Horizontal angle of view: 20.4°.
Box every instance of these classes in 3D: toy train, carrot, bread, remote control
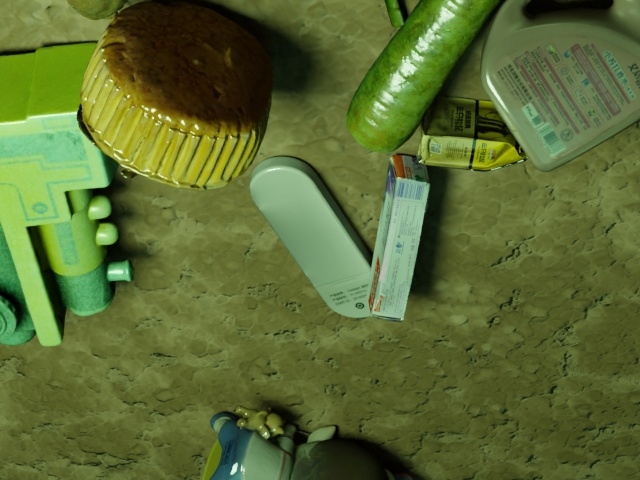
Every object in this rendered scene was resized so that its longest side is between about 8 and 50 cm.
[{"bbox_3d":[-0.311,-0.030,1.888,0.237,0.150,0.369,-5,135,4],"label":"toy train"},{"bbox_3d":[0.128,-0.221,1.681,0.074,0.074,0.358,23,128,-15],"label":"carrot"},{"bbox_3d":[-0.133,-0.146,1.707,0.199,0.199,0.104,20,130,-12],"label":"bread"},{"bbox_3d":[0.000,0.000,1.951,0.077,0.022,0.245,-16,131,24],"label":"remote control"}]

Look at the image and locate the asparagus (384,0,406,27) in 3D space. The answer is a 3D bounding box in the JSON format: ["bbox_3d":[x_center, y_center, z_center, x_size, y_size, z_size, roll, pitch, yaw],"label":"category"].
[{"bbox_3d":[0.061,-0.255,1.696,0.015,0.018,0.127,-28,134,-8],"label":"asparagus"}]

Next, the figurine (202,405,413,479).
[{"bbox_3d":[-0.016,0.304,2.170,0.275,0.161,0.158,20,157,-9],"label":"figurine"}]

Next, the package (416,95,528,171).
[{"bbox_3d":[0.164,-0.107,1.789,0.131,0.071,0.047,4,129,2],"label":"package"}]

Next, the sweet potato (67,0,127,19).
[{"bbox_3d":[-0.191,-0.315,1.640,0.075,0.075,0.273,15,130,-6],"label":"sweet potato"}]

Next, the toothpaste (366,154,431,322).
[{"bbox_3d":[0.083,0.001,1.906,0.040,0.047,0.196,2,129,-8],"label":"toothpaste"}]

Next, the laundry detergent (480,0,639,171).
[{"bbox_3d":[0.265,-0.190,1.679,0.237,0.076,0.171,-33,100,14],"label":"laundry detergent"}]
